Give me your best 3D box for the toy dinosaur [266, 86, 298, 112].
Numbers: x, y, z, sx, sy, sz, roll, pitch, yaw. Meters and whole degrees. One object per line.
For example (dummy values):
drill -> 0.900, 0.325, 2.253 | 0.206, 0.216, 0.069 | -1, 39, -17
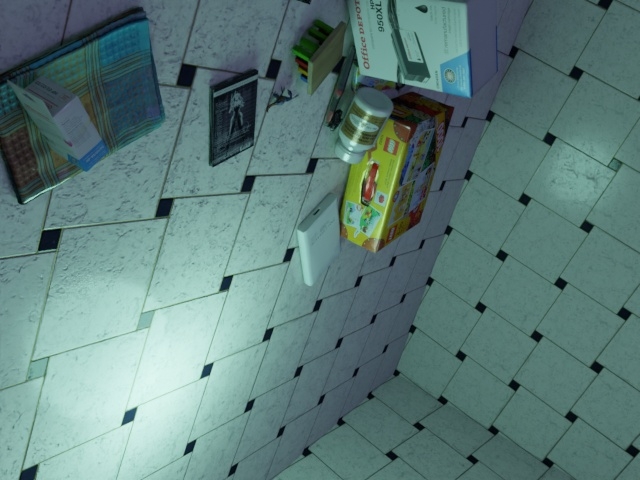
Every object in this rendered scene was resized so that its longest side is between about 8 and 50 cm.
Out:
toy dinosaur -> -0.108, -0.392, 1.932 | 0.090, 0.047, 0.082 | -34, 173, 19

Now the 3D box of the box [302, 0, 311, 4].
box -> -0.055, -0.632, 1.745 | 0.083, 0.052, 0.062 | -2, 116, -62

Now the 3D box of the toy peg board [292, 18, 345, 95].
toy peg board -> -0.010, -0.518, 1.948 | 0.161, 0.079, 0.161 | -53, 170, -18

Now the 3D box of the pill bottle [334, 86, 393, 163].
pill bottle -> 0.131, -0.365, 2.263 | 0.131, 0.131, 0.229 | -34, 159, -46

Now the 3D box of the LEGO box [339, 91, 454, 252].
LEGO box -> 0.274, -0.262, 2.606 | 0.372, 0.193, 0.501 | -31, 141, -49

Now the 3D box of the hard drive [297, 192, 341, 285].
hard drive -> 0.000, 0.000, 2.522 | 0.203, 0.040, 0.308 | -48, 152, -29

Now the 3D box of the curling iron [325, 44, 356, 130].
curling iron -> 0.064, -0.469, 2.171 | 0.068, 0.035, 0.274 | -34, 144, -54

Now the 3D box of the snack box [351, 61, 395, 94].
snack box -> 0.171, -0.526, 2.238 | 0.141, 0.037, 0.100 | -13, 134, -16

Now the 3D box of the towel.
towel -> -0.455, -0.259, 1.358 | 0.370, 0.040, 0.272 | -43, 149, -37

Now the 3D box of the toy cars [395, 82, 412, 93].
toy cars -> 0.270, -0.637, 2.352 | 0.176, 0.087, 0.393 | -49, 159, 1

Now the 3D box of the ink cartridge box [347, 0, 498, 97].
ink cartridge box -> 0.287, -0.597, 1.994 | 0.166, 0.394, 0.286 | -44, 139, -31

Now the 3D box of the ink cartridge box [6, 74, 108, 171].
ink cartridge box -> -0.457, -0.216, 1.233 | 0.062, 0.104, 0.181 | -49, 153, -22

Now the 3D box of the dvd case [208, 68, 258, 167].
dvd case -> -0.222, -0.311, 1.788 | 0.164, 0.018, 0.221 | -36, 146, -42
